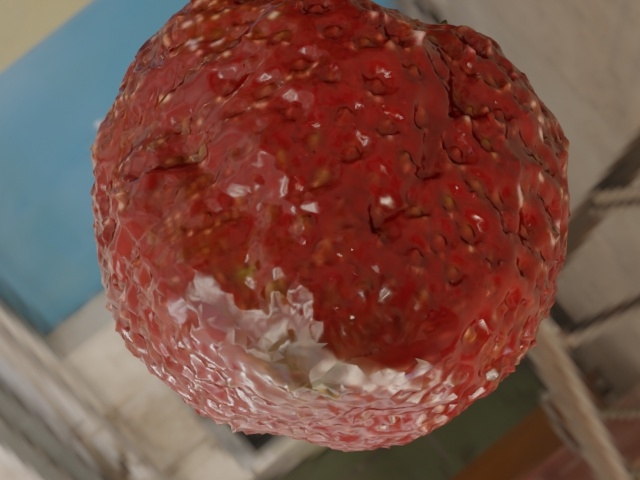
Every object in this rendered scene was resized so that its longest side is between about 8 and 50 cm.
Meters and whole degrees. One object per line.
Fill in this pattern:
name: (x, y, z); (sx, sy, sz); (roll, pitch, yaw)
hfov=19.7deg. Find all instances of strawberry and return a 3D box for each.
strawberry: (0.000, 0.000, 0.917); (0.257, 0.257, 0.277); (52, -165, -12)
